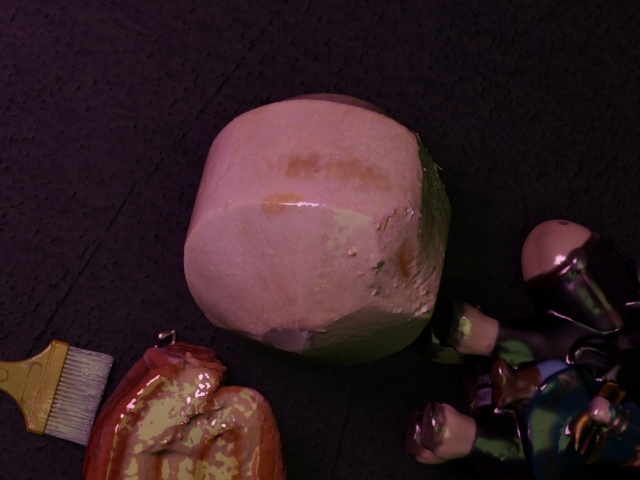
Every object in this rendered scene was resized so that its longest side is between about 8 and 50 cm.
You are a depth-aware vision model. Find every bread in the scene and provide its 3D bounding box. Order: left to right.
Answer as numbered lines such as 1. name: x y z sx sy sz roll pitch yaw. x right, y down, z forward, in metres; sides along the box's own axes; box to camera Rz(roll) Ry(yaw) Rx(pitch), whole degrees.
1. bread: -0.114 0.202 1.705 0.190 0.123 0.244 -7 94 -13

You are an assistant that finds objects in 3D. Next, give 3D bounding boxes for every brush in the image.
1. brush: -0.286 0.113 1.710 0.205 0.011 0.083 16 90 -14

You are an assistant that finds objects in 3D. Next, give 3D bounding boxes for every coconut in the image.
1. coconut: 0.001 0.002 1.661 0.241 0.241 0.241 -1 94 -15

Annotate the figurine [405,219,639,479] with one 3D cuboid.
1. figurine: 0.276 0.164 1.773 0.412 0.241 0.306 38 59 3
